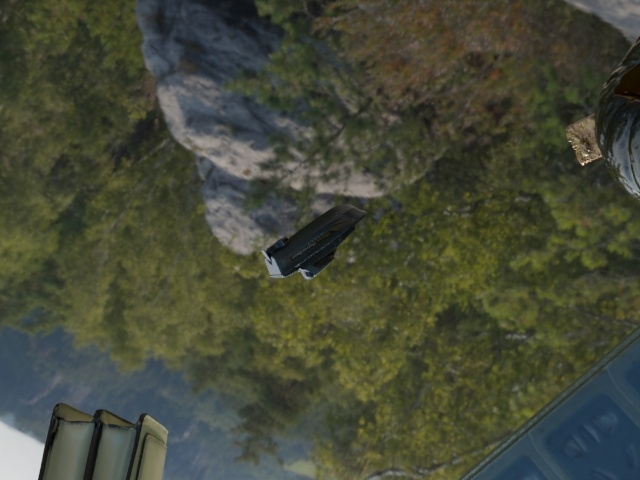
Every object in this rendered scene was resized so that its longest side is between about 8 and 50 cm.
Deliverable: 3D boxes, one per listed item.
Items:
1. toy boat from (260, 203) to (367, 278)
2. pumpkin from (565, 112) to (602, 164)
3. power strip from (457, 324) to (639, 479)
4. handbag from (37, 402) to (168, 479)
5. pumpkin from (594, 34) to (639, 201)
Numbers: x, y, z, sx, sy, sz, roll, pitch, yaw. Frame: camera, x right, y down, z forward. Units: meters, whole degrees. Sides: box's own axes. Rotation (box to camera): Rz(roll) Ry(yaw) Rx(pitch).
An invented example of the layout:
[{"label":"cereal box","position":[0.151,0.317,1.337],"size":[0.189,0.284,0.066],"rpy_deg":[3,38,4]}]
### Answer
[{"label":"toy boat","position":[0.000,0.000,0.902],"size":[0.060,0.141,0.055],"rpy_deg":[57,162,-7]},{"label":"pumpkin","position":[0.444,-0.168,1.206],"size":[0.074,0.054,0.083],"rpy_deg":[68,158,0]},{"label":"power strip","position":[0.173,0.099,0.410],"size":[0.078,0.272,0.052],"rpy_deg":[50,-153,20]},{"label":"handbag","position":[-0.331,0.437,1.100],"size":[0.160,0.358,0.236],"rpy_deg":[3,157,7]},{"label":"pumpkin","position":[0.490,-0.175,0.920],"size":[0.192,0.320,0.320],"rpy_deg":[26,163,-24]}]
